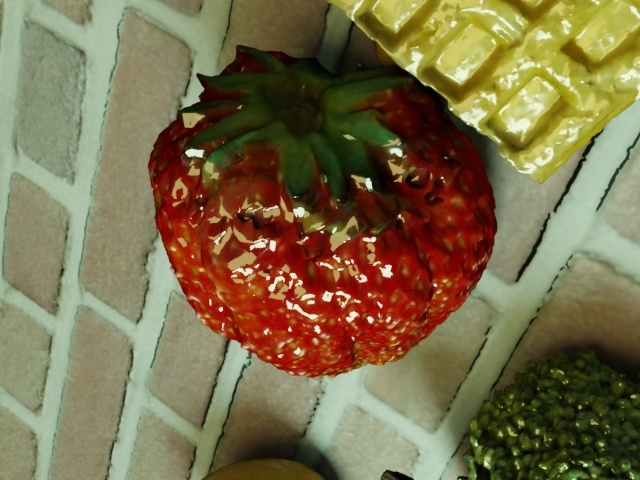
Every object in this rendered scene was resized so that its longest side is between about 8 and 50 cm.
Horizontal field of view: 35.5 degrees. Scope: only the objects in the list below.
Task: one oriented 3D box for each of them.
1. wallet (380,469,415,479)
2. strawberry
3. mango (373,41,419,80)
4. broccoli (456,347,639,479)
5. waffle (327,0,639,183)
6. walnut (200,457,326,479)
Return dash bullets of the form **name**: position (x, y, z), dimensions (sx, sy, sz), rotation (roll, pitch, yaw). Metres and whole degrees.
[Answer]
- **wallet**: position (0.183, 0.296, 0.840), dimensions (0.262, 0.221, 0.071), rotation (35, 92, 46)
- **strawberry**: position (0.000, 0.000, 0.801), dimensions (0.250, 0.238, 0.288), rotation (32, 146, 32)
- **mango**: position (0.088, -0.165, 0.756), dimensions (0.114, 0.057, 0.079), rotation (-34, 88, 40)
- **broccoli**: position (0.249, 0.196, 0.830), dimensions (0.242, 0.273, 0.180), rotation (36, 87, 25)
- **waffle**: position (0.114, -0.180, 0.676), dimensions (0.274, 0.057, 0.168), rotation (39, 119, -8)
- **walnut**: position (-0.064, 0.336, 1.089), dimensions (0.193, 0.193, 0.225), rotation (53, 136, -3)
